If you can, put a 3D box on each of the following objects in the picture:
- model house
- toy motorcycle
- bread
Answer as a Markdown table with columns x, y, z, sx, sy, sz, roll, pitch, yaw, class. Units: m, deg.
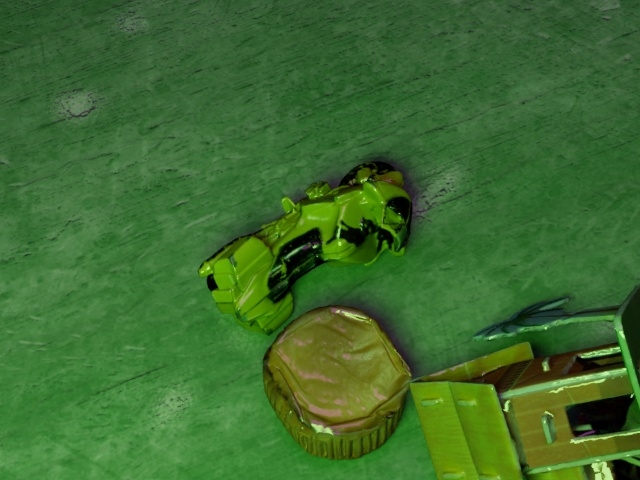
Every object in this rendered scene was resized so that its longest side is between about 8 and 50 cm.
| x | y | z | sx | sy | sz | roll | pitch | yaw | class |
| --- | --- | --- | --- | --- | --- | --- | --- | --- | --- |
| 0.306 | 0.234 | 1.669 | 0.323 | 0.340 | 0.300 | -15 | 95 | 23 | model house |
| 0.001 | 0.002 | 1.836 | 0.342 | 0.142 | 0.206 | -35 | 22 | -17 | toy motorcycle |
| 0.020 | 0.193 | 1.727 | 0.199 | 0.104 | 0.199 | 0 | 56 | -1 | bread |
